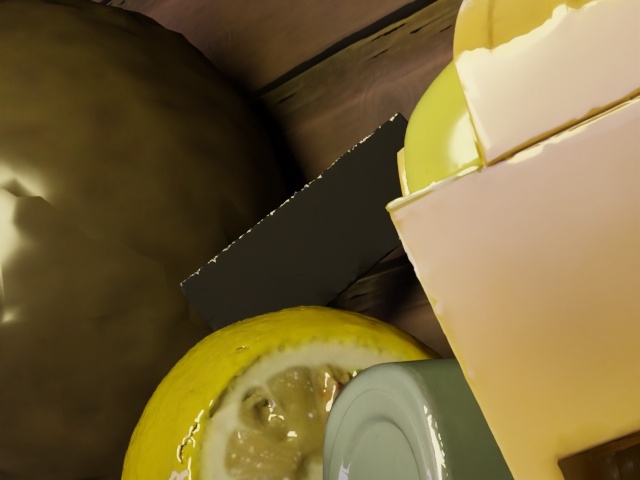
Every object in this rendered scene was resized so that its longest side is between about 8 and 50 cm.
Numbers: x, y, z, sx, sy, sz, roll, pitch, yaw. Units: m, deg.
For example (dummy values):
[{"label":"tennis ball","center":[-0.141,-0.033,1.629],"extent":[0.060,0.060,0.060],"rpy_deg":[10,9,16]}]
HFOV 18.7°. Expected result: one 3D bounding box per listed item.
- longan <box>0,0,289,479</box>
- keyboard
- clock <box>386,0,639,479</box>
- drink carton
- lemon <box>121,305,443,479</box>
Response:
[{"label":"longan","center":[-0.209,0.020,1.488],"extent":[0.404,0.404,0.436],"rpy_deg":[112,147,-41]},{"label":"keyboard","center":[0.000,0.000,1.305],"extent":[0.074,0.196,0.015],"rpy_deg":[50,-167,-6]},{"label":"clock","center":[0.194,-0.036,0.750],"extent":[0.244,0.317,0.200],"rpy_deg":[-22,84,31]},{"label":"drink carton","center":[0.114,0.128,1.064],"extent":[0.191,0.189,0.185],"rpy_deg":[150,119,-61]},{"label":"lemon","center":[-0.011,0.166,1.265],"extent":[0.219,0.240,0.240],"rpy_deg":[128,134,-71]}]
